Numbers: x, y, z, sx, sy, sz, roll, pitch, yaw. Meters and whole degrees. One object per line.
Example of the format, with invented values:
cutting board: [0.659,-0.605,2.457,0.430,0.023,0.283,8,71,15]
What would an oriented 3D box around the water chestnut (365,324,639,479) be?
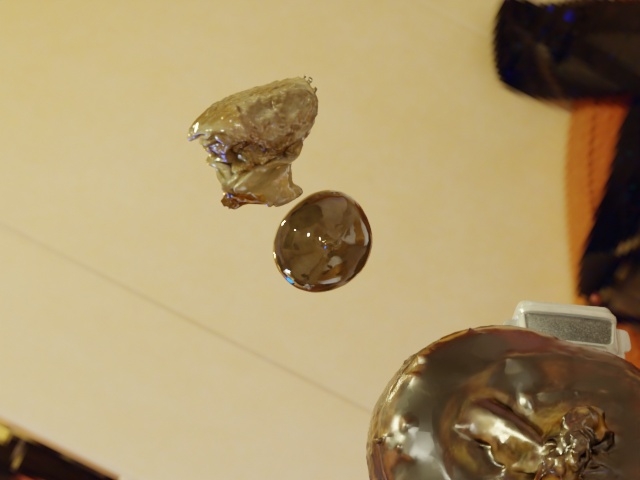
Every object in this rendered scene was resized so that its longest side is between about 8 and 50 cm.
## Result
water chestnut: [0.145,0.159,1.063,0.238,0.224,0.223,88,-155,-65]

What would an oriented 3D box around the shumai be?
shumai: [-0.055,-0.088,1.476,0.146,0.116,0.145,-19,12,4]

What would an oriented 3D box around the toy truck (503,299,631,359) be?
toy truck: [0.256,0.206,1.799,0.367,0.146,0.175,101,173,-58]

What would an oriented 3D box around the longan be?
longan: [0.000,0.000,1.518,0.113,0.092,0.113,-33,36,29]
